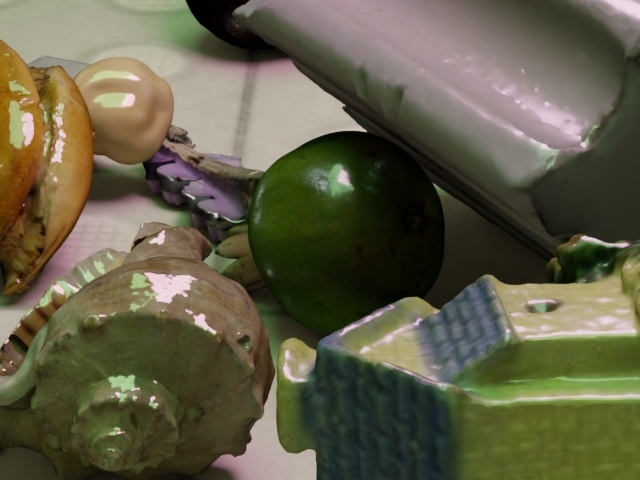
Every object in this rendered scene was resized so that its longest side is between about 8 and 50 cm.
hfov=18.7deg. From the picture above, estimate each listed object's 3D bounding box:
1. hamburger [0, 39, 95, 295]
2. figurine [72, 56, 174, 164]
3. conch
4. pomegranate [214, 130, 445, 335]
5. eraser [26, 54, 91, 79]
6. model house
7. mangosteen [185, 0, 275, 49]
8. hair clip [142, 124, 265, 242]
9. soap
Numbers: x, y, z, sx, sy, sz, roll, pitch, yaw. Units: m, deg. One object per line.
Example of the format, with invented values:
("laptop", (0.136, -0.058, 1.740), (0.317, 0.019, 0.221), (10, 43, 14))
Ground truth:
("hamburger", (-0.288, -0.083, 1.857), (0.144, 0.156, 0.283), (28, 32, -39))
("figurine", (-0.236, -0.129, 2.020), (0.196, 0.114, 0.108), (-8, 41, 51))
("conch", (-0.157, 0.101, 1.524), (0.263, 0.186, 0.324), (-13, 11, 11))
("pomegranate", (0.001, -0.001, 1.757), (0.225, 0.187, 0.187), (-16, 13, 37))
("eraser", (-0.317, -0.171, 2.233), (0.104, 0.023, 0.150), (14, 30, 25))
("model house", (0.103, 0.155, 1.282), (0.266, 0.321, 0.261), (-3, 20, -4))
("mangosteen", (-0.041, -0.318, 2.359), (0.265, 0.228, 0.228), (42, 26, -10))
("hair clip", (-0.101, -0.059, 1.959), (0.106, 0.084, 0.292), (-21, 28, -27))
("soap", (0.180, -0.130, 1.735), (0.213, 0.350, 0.435), (-51, 45, 0))
